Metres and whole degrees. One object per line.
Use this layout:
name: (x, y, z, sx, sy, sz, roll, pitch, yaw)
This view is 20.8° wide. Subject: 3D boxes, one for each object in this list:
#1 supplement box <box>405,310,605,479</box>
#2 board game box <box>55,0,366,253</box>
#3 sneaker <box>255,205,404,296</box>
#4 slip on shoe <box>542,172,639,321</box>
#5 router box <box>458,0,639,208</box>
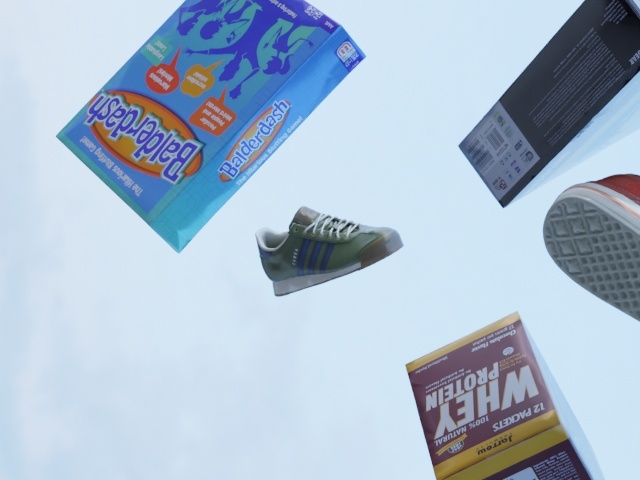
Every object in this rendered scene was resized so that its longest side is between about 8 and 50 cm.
supplement box: (0.193, 0.215, 1.703, 0.194, 0.129, 0.191, 59, 10, -30)
board game box: (-0.089, -0.112, 1.360, 0.160, 0.210, 0.047, 39, -5, 43)
sneaker: (0.000, 0.000, 1.960, 0.192, 0.064, 0.086, -20, -80, 41)
slip on shoe: (0.336, 0.053, 1.420, 0.331, 0.101, 0.123, 38, -47, 18)
router box: (0.290, -0.171, 1.569, 0.081, 0.243, 0.309, 55, -30, 10)
